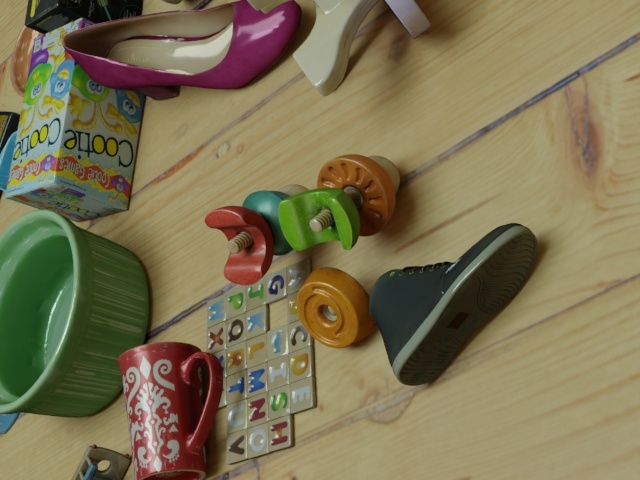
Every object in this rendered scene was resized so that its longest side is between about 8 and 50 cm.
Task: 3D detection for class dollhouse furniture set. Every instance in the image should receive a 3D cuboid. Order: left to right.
[{"bbox_3d":[-0.345,0.343,1.569,0.129,0.183,0.129,-63,29,6],"label":"dollhouse furniture set"}]

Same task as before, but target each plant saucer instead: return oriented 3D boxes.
[{"bbox_3d":[-0.494,-0.349,2.142,0.200,0.037,0.200,-20,61,41],"label":"plant saucer"}]

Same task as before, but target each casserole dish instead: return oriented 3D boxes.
[{"bbox_3d":[-0.507,-0.133,2.067,0.188,0.037,0.114,8,81,49],"label":"casserole dish"}]

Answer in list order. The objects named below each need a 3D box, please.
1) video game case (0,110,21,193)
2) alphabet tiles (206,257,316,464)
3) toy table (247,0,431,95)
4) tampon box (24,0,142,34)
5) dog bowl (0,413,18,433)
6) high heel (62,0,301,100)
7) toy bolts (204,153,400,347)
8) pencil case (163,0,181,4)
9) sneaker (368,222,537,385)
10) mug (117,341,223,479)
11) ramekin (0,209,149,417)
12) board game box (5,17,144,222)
[{"bbox_3d":[-0.670,-0.113,2.232,0.248,0.035,0.275,9,80,48],"label":"video game case"},{"bbox_3d":[-0.081,0.160,1.516,0.198,0.009,0.237,-24,57,38],"label":"alphabet tiles"},{"bbox_3d":[0.007,-0.308,1.468,0.161,0.252,0.274,-38,39,8],"label":"toy table"},{"bbox_3d":[-0.390,-0.392,1.957,0.101,0.161,0.120,-16,62,42],"label":"tampon box"},{"bbox_3d":[-0.599,0.286,1.962,0.297,0.074,0.166,-48,46,23],"label":"dog bowl"},{"bbox_3d":[-0.204,-0.290,1.701,0.377,0.181,0.127,-18,62,41],"label":"high heel"},{"bbox_3d":[0.000,0.000,1.443,0.228,0.158,0.218,3,116,37],"label":"toy bolts"},{"bbox_3d":[-0.165,-0.547,1.786,0.410,0.160,0.183,-45,37,24],"label":"pencil case"},{"bbox_3d":[0.132,0.042,1.284,0.222,0.083,0.118,-50,44,21],"label":"sneaker"},{"bbox_3d":[-0.196,0.223,1.529,0.150,0.113,0.169,131,136,-55],"label":"mug"},{"bbox_3d":[-0.390,0.119,1.753,0.303,0.148,0.303,-20,60,40],"label":"ramekin"},{"bbox_3d":[-0.382,-0.187,1.877,0.142,0.144,0.275,-10,67,44],"label":"board game box"}]
